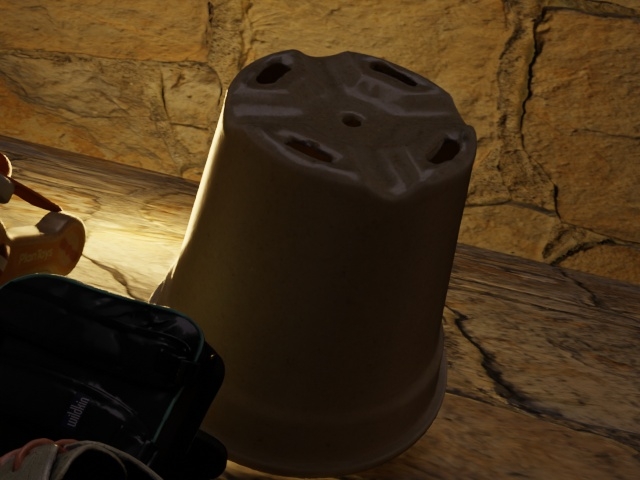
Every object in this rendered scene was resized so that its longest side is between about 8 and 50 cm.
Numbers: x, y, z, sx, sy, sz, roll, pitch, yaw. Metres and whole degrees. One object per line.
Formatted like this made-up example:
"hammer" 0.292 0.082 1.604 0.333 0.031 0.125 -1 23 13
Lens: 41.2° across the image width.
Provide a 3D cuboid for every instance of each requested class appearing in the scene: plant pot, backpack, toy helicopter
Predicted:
"plant pot" 0.000 0.000 0.821 0.334 0.305 0.334 8 40 -7
"backpack" -0.184 0.119 0.645 0.188 0.166 0.144 19 -23 11
"toy helicopter" -0.355 0.002 0.915 0.140 0.235 0.355 15 10 12

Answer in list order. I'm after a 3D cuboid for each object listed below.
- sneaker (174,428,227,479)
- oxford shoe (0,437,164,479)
"sneaker" -0.165 0.167 0.764 0.170 0.051 0.089 9 15 -4
"oxford shoe" -0.165 0.166 0.485 0.397 0.146 0.140 17 11 23
